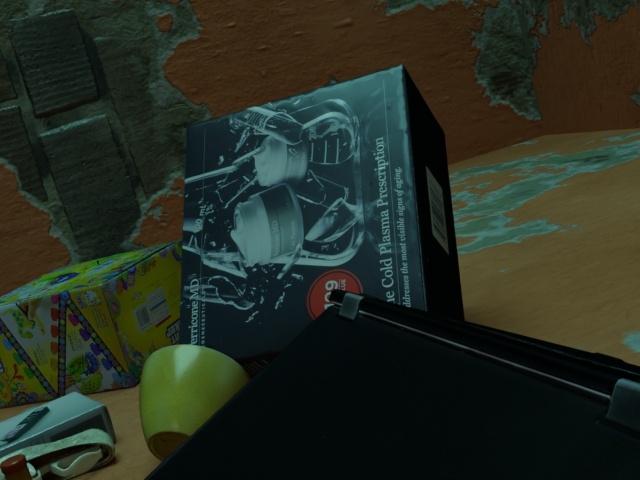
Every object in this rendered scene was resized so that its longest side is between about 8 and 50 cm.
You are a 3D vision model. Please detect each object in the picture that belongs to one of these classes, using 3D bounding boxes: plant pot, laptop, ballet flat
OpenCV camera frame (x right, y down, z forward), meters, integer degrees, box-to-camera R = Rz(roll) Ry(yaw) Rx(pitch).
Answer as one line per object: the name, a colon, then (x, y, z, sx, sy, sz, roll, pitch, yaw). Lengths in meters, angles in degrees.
plant pot: (-0.150, 0.198, 0.955, 0.134, 0.134, 0.095, -12, 37, 21)
laptop: (0.097, 0.172, 0.490, 0.407, 0.237, 0.382, 15, -1, -21)
ballet flat: (-0.323, 0.268, 0.994, 0.168, 0.057, 0.052, -21, 21, -28)

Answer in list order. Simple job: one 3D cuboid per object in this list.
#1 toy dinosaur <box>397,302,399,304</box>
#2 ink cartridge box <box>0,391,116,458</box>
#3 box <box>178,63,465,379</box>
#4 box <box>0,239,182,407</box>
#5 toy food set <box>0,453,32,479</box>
toy dinosaur: (0.052, 0.171, 0.756, 0.211, 0.112, 0.064, -51, 39, 12)
ink cartridge box: (-0.441, 0.277, 1.111, 0.275, 0.060, 0.238, -21, 12, -33)
box: (0.000, 0.000, 1.069, 0.312, 0.344, 0.179, -13, -27, 21)
box: (-0.400, 0.139, 1.484, 0.279, 0.177, 0.290, -12, 11, 20)
toy food set: (-0.374, 0.279, 0.847, 0.232, 0.105, 0.111, -8, 12, 36)
